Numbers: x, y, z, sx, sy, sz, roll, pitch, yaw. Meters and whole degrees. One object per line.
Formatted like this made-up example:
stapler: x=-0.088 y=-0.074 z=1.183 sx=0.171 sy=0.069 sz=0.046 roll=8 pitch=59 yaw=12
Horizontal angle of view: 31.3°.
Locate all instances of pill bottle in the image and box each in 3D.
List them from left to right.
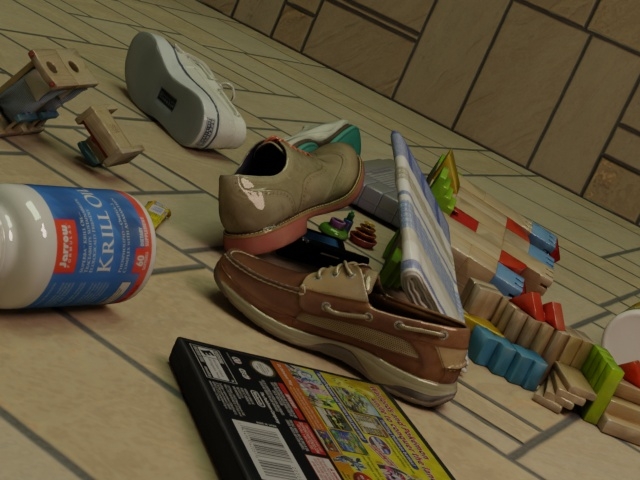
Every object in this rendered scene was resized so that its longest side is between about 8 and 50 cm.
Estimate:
pill bottle: x=-0.279 y=0.006 z=1.134 sx=0.124 sy=0.124 sz=0.221 roll=33 pitch=18 yaw=29
pill bottle: x=0.535 y=0.158 z=1.859 sx=0.118 sy=0.117 sz=0.208 roll=30 pitch=16 yaw=21

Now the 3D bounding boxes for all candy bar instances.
candy bar: x=-0.229 y=-0.026 z=1.523 sx=0.040 sy=0.018 sz=0.161 roll=27 pitch=14 yaw=-4

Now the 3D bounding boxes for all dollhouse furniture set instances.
dollhouse furniture set: x=-0.377 y=-0.165 z=1.645 sx=0.183 sy=0.129 sz=0.129 roll=55 pitch=19 yaw=2

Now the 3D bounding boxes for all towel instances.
towel: x=0.139 y=0.013 z=1.518 sx=0.285 sy=0.034 sz=0.209 roll=-92 pitch=158 yaw=-46

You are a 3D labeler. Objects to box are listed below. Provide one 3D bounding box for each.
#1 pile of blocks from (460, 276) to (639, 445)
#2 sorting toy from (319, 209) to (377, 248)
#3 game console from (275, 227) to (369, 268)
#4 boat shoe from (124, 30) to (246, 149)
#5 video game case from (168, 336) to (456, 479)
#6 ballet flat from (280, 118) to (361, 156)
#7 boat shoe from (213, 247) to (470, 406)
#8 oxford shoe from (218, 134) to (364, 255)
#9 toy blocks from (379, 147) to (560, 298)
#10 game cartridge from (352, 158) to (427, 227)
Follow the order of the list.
pile of blocks: x=0.316 y=0.148 z=1.570 sx=0.362 sy=0.112 sz=0.149 roll=27 pitch=15 yaw=13
sorting toy: x=0.050 y=-0.023 z=1.889 sx=0.102 sy=0.042 sz=0.061 roll=19 pitch=16 yaw=-18
game console: x=0.000 y=0.000 z=1.666 sx=0.122 sy=0.071 sz=0.107 roll=17 pitch=-23 yaw=-23
boat shoe: x=-0.237 y=-0.276 z=2.144 sx=0.156 sy=0.135 sz=0.367 roll=11 pitch=23 yaw=-40
video game case: x=0.001 y=0.192 z=1.093 sx=0.248 sy=0.035 sz=0.275 roll=16 pitch=16 yaw=-26
ballet flat: x=-0.045 y=-0.125 z=1.952 sx=0.139 sy=0.139 sz=0.400 roll=27 pitch=23 yaw=10
boat shoe: x=0.030 y=0.077 z=1.368 sx=0.324 sy=0.116 sz=0.123 roll=25 pitch=15 yaw=5
oxford shoe: x=-0.033 y=-0.096 z=1.649 sx=0.123 sy=0.130 sz=0.348 roll=-3 pitch=20 yaw=26
toy blocks: x=0.256 y=0.024 z=1.830 sx=0.261 sy=0.190 sz=0.381 roll=33 pitch=26 yaw=0
game cartridge: x=0.163 y=-0.085 z=2.247 sx=0.230 sy=0.068 sz=0.355 roll=24 pitch=15 yaw=17
